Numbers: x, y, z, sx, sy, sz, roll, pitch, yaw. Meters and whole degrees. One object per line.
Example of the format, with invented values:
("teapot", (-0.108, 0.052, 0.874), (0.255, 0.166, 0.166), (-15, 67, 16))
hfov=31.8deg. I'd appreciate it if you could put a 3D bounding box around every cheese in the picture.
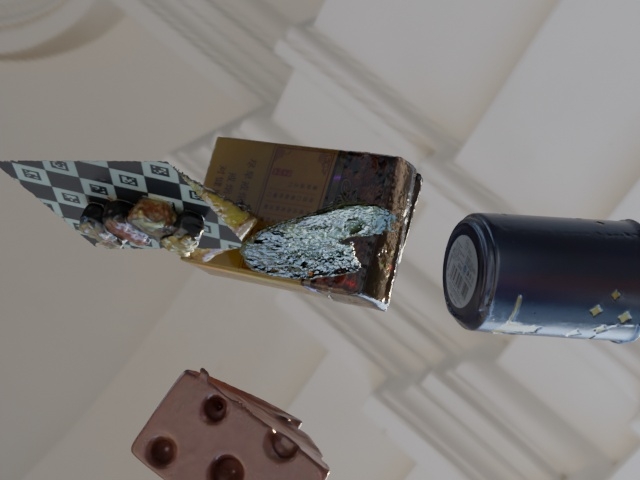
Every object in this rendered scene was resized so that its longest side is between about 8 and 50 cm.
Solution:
("cheese", (-0.078, 0.243, 1.284), (0.203, 0.128, 0.177), (32, -179, 16))

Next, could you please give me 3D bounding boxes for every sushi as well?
("sushi", (-0.284, -0.026, 1.598), (0.290, 0.264, 0.050), (1, -118, 27))

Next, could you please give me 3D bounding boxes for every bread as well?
("bread", (-0.219, -0.037, 1.945), (0.129, 0.134, 0.260), (32, 176, -29))

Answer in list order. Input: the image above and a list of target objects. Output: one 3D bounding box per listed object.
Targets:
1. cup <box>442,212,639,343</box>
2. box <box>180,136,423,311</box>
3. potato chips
("cup", (0.304, 0.083, 1.590), (0.256, 0.255, 0.178), (4, -146, -17))
("box", (-0.037, -0.037, 2.054), (0.415, 0.264, 0.116), (8, 166, 33))
("potato chips", (0.000, 0.004, 1.511), (0.202, 0.220, 0.029), (9, -120, -28))
